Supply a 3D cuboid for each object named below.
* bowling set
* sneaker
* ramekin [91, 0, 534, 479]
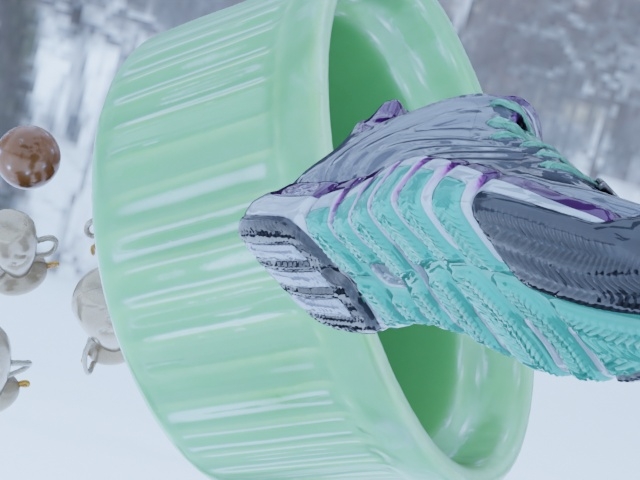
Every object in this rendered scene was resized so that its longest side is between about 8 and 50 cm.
[{"bbox_3d":[-0.198,0.009,1.473,0.287,0.200,0.154,-16,-21,-10],"label":"bowling set"},{"bbox_3d":[0.060,-0.019,0.588,0.223,0.098,0.083,8,-38,56],"label":"sneaker"},{"bbox_3d":[0.000,0.000,0.988,0.148,0.303,0.303,-13,-6,22],"label":"ramekin"}]
